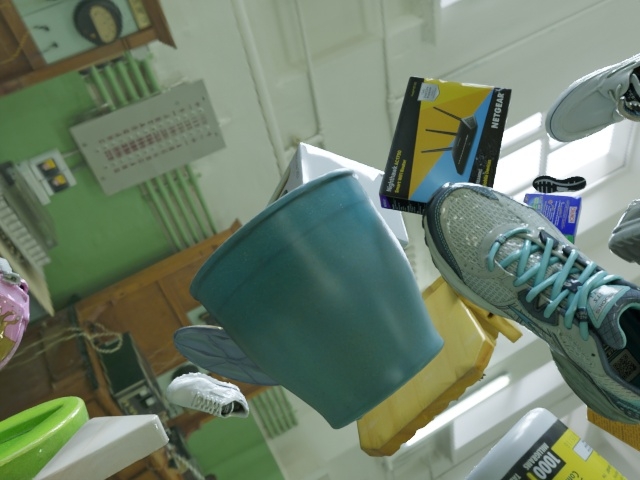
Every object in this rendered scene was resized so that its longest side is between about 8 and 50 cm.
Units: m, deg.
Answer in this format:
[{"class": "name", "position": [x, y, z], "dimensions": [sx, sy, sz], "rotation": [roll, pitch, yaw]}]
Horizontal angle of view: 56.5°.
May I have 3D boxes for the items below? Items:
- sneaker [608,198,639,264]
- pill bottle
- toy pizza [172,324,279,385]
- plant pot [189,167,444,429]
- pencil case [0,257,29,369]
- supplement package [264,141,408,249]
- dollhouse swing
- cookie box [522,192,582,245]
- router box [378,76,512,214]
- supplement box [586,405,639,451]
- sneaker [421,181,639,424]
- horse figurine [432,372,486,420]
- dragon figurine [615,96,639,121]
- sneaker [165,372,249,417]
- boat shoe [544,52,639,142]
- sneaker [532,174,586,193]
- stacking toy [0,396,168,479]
[{"class": "sneaker", "position": [0.521, -0.059, 0.821], "dimensions": [0.105, 0.115, 0.281], "rotation": [31, -25, -15]}, {"class": "pill bottle", "position": [0.329, 0.377, 0.694], "dimensions": [0.334, 0.188, 0.188], "rotation": [42, -21, 27]}, {"class": "toy pizza", "position": [-0.132, 0.175, 0.934], "dimensions": [0.201, 0.201, 0.032], "rotation": [82, 21, -56]}, {"class": "plant pot", "position": [0.014, 0.090, 0.778], "dimensions": [0.255, 0.272, 0.271], "rotation": [52, -14, 10]}, {"class": "pencil case", "position": [-0.503, 0.015, 0.621], "dimensions": [0.160, 0.167, 0.386], "rotation": [-6, -40, 44]}, {"class": "supplement package", "position": [0.000, 0.000, 1.120], "dimensions": [0.262, 0.198, 0.199], "rotation": [-57, -154, 36]}, {"class": "dollhouse swing", "position": [0.244, 0.283, 1.168], "dimensions": [0.315, 0.347, 0.305], "rotation": [38, 14, -30]}, {"class": "cookie box", "position": [0.448, -0.043, 1.167], "dimensions": [0.107, 0.092, 0.040], "rotation": [8, -28, 29]}, {"class": "router box", "position": [0.159, -0.115, 0.752], "dimensions": [0.133, 0.179, 0.046], "rotation": [11, -21, 14]}, {"class": "supplement box", "position": [0.472, 0.251, 0.803], "dimensions": [0.233, 0.078, 0.080], "rotation": [24, -49, 66]}, {"class": "sneaker", "position": [0.213, 0.042, 0.506], "dimensions": [0.283, 0.110, 0.122], "rotation": [41, -9, 4]}, {"class": "horse figurine", "position": [0.302, 0.388, 1.529], "dimensions": [0.066, 0.263, 0.174], "rotation": [46, -12, 40]}, {"class": "dragon figurine", "position": [0.427, -0.147, 0.585], "dimensions": [0.085, 0.289, 0.144], "rotation": [-91, -161, -69]}, {"class": "sneaker", "position": [-0.294, 0.417, 1.572], "dimensions": [0.235, 0.090, 0.095], "rotation": [18, 14, -36]}, {"class": "boat shoe", "position": [0.504, -0.243, 0.977], "dimensions": [0.096, 0.267, 0.088], "rotation": [61, 16, -13]}, {"class": "sneaker", "position": [0.496, -0.114, 1.236], "dimensions": [0.109, 0.044, 0.040], "rotation": [6, -89, 34]}, {"class": "stacking toy", "position": [-0.250, 0.242, 0.417], "dimensions": [0.309, 0.279, 0.130], "rotation": [-12, -77, 46]}]
